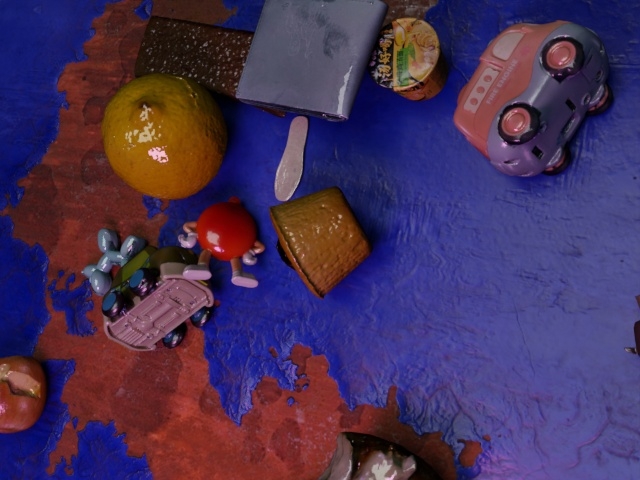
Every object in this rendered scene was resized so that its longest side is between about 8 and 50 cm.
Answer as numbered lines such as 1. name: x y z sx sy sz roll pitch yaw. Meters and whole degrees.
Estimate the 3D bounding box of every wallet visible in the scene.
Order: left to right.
1. wallet: -0.021 -0.377 1.678 0.291 0.054 0.251 18 87 33

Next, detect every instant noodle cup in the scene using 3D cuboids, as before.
1. instant noodle cup: 0.182 -0.352 1.661 0.152 0.122 0.151 -5 79 25

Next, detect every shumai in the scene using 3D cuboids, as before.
1. shumai: 0.080 0.509 1.442 0.398 0.324 0.323 29 79 24

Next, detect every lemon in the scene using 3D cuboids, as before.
1. lemon: -0.335 -0.225 1.804 0.293 0.293 0.292 -6 77 26

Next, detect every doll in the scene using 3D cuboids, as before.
1. doll: -0.490 0.053 1.949 0.160 0.059 0.158 6 82 26
2. doll: -0.210 -0.001 1.775 0.183 0.085 0.217 8 54 -14

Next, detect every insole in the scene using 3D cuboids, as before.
1. insole: -0.060 -0.177 1.808 0.063 0.010 0.191 8 84 28

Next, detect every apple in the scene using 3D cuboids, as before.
1. apple: -0.725 0.355 1.943 0.199 0.199 0.199 -6 77 26

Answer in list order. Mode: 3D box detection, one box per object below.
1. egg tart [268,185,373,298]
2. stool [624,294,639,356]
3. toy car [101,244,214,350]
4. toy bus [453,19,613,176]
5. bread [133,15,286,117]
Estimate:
1. egg tart: 0.000 0.000 1.641 0.171 0.215 0.215 -28 67 4
2. stool: 0.603 0.141 1.346 0.217 0.125 0.121 -3 76 17
3. toy car: -0.361 0.100 1.821 0.248 0.204 0.198 -37 43 18
4. toy bus: 0.373 -0.266 1.521 0.232 0.194 0.287 36 97 41
5. bread: -0.236 -0.401 1.889 0.417 0.113 0.165 18 87 30
